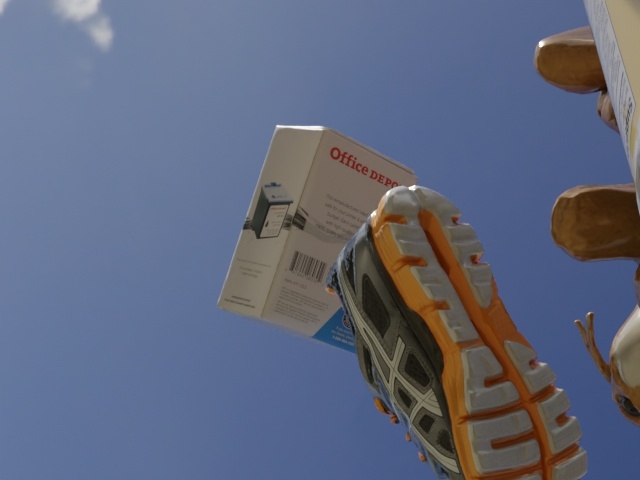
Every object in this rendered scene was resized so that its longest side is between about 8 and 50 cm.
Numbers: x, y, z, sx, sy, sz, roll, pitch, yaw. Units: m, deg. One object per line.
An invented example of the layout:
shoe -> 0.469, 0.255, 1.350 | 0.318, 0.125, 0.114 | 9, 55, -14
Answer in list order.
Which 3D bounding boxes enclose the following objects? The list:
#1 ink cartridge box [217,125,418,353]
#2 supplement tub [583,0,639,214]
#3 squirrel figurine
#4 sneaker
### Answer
ink cartridge box -> 0.000, 0.000, 1.225 | 0.082, 0.140, 0.190 | 8, -103, 49
supplement tub -> 0.223, -0.097, 0.472 | 0.241, 0.241, 0.331 | -53, -152, 40
squirrel figurine -> 0.392, -0.010, 1.098 | 0.281, 0.397, 0.370 | 22, -55, 50
sneaker -> 0.069, 0.080, 0.669 | 0.083, 0.084, 0.215 | -38, -116, 41
